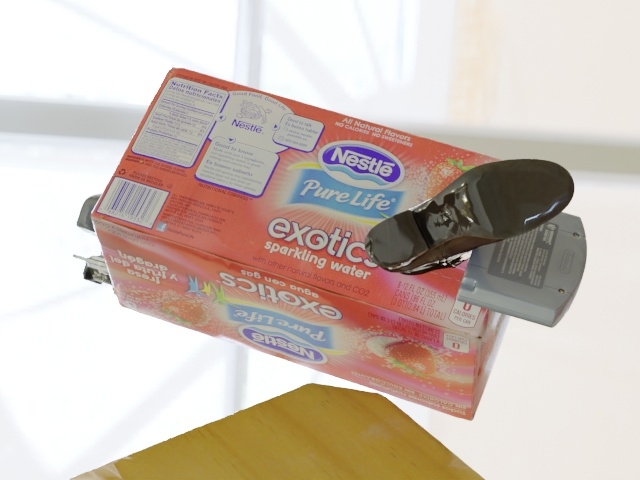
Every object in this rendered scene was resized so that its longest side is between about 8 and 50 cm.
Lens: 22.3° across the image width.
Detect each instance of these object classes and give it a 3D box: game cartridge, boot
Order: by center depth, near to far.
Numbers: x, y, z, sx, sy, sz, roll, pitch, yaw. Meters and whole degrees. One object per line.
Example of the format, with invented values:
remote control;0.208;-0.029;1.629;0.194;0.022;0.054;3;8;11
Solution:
game cartridge;0.101;0.010;0.795;0.083;0.056;0.017;-63;-16;-52
boot;0.078;-0.008;0.810;0.114;0.106;0.037;23;-129;-76

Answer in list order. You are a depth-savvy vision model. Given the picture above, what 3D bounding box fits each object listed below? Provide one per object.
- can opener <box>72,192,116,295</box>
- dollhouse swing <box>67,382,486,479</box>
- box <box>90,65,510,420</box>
can opener;-0.119;0.031;1.462;0.280;0.074;0.093;28;-101;-59
dollhouse swing;0.013;0.312;1.079;0.305;0.347;0.315;20;120;45
box;0.000;0.000;1.226;0.142;0.300;0.154;84;-155;-59
